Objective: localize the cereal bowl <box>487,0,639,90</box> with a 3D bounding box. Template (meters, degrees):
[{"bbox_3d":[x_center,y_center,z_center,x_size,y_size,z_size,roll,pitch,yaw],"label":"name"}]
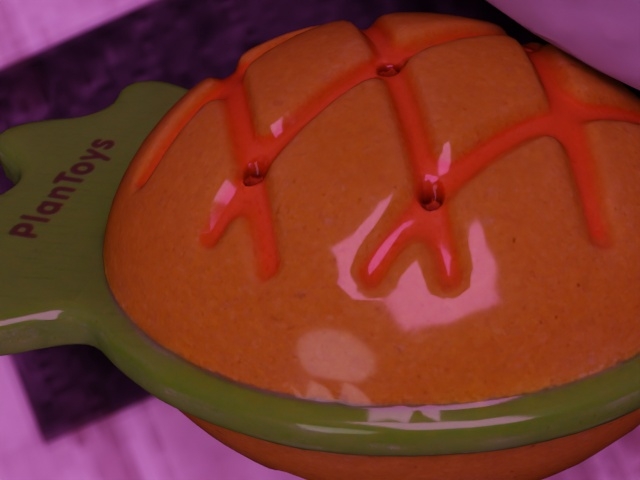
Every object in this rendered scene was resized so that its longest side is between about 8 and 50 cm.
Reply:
[{"bbox_3d":[0.147,-0.190,0.407,0.338,0.141,0.339,1,65,-1],"label":"cereal bowl"}]

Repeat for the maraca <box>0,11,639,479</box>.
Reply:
[{"bbox_3d":[0.000,0.000,0.438,0.185,0.099,0.127,8,34,21],"label":"maraca"}]
